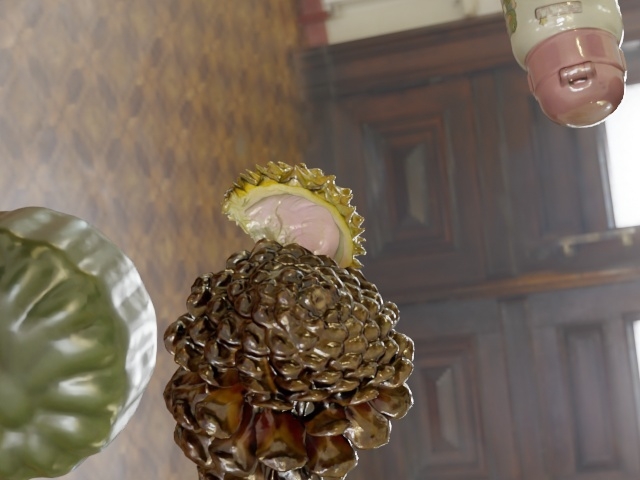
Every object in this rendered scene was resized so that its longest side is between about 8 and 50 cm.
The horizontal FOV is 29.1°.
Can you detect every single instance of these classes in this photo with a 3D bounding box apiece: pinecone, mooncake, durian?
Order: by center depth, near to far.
[{"bbox_3d":[-0.036,0.151,1.199,0.292,0.246,0.246,104,-2,-46],"label":"pinecone"},{"bbox_3d":[-0.003,-0.005,1.320,0.224,0.140,0.078,58,31,-28],"label":"durian"},{"bbox_3d":[-0.384,0.134,1.607,0.187,0.351,0.351,-50,129,-75],"label":"mooncake"}]

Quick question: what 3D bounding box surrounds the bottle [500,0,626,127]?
[{"bbox_3d":[0.249,-0.234,1.281,0.120,0.120,0.253,47,32,-59],"label":"bottle"}]
